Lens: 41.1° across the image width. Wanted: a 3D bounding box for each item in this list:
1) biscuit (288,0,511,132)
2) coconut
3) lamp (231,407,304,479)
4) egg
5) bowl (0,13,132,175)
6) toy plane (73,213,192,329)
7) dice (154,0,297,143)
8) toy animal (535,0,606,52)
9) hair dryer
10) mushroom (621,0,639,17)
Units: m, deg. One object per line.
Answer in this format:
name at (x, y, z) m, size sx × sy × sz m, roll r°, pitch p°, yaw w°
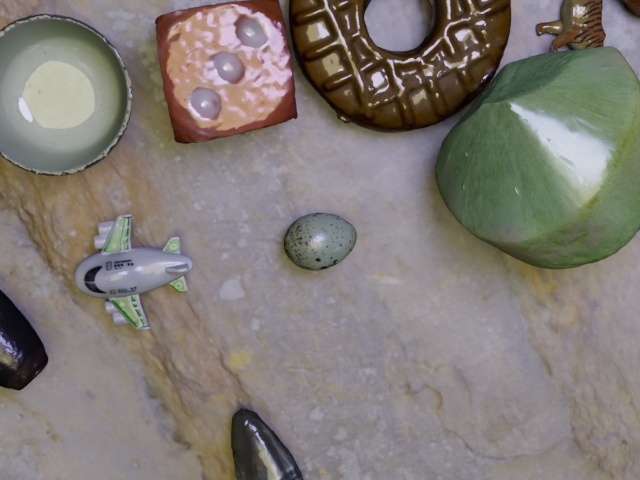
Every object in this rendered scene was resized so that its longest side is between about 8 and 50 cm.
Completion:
biscuit at (0.113, -0.319, 1.203) m, size 0.331 × 0.103 × 0.332 m, roll -1°, pitch 101°, yaw -6°
coconut at (0.314, -0.116, 1.163) m, size 0.328 × 0.281 × 0.329 m, roll -12°, pitch 144°, yaw -9°
lamp at (-0.075, 0.374, 1.312) m, size 0.101 × 0.101 × 0.250 m, roll -20°, pitch 97°, yaw -2°
egg at (0.000, 0.000, 1.260) m, size 0.110 × 0.085 × 0.085 m, roll -18°, pitch 101°, yaw -9°
bowl at (-0.357, -0.199, 1.175) m, size 0.211 × 0.112 × 0.212 m, roll -1°, pitch 100°, yaw -5°
toy plane at (-0.273, 0.046, 1.244) m, size 0.173 × 0.080 × 0.174 m, roll -1°, pitch 101°, yaw -3°
dice at (-0.125, -0.230, 1.163) m, size 0.179 × 0.175 × 0.174 m, roll -9°, pitch 100°, yaw -8°
toy animal at (0.371, -0.343, 1.256) m, size 0.099 × 0.057 × 0.241 m, roll -7°, pitch 99°, yaw -11°
hair dryer at (-0.591, 0.188, 1.240) m, size 0.303 × 0.120 × 0.359 m, roll 37°, pitch 103°, yaw -2°
mushroom at (0.475, -0.402, 1.240) m, size 0.170 × 0.080 × 0.135 m, roll 27°, pitch 86°, yaw -13°
